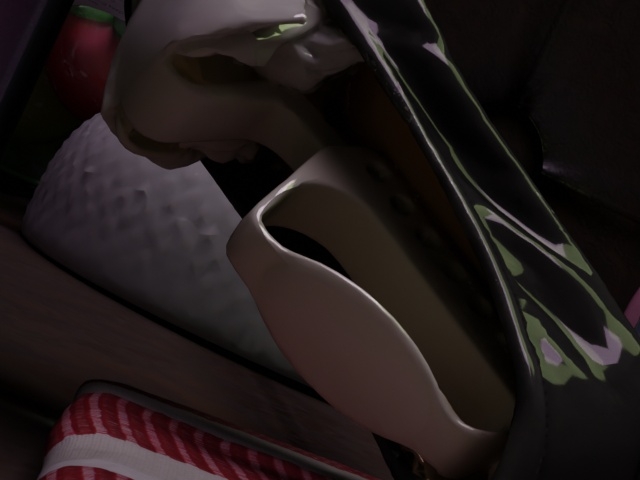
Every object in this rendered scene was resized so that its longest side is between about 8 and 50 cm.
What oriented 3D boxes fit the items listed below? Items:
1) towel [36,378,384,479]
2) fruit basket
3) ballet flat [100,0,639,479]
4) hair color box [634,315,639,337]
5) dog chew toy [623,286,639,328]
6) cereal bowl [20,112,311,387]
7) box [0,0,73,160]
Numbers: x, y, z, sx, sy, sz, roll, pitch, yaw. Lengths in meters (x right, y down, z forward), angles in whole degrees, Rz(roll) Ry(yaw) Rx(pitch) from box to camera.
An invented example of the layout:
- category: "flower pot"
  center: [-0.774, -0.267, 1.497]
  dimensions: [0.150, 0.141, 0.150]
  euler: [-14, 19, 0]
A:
- category: "towel"
  center: [0.043, 0.104, 0.417]
  dimensions: [0.237, 0.037, 0.329]
  euler: [23, 1, -6]
- category: "fruit basket"
  center: [-0.134, -0.122, 1.285]
  dimensions: [0.327, 0.165, 0.353]
  euler: [24, -23, -16]
- category: "ballet flat"
  center: [0.001, -0.029, 0.540]
  dimensions: [0.096, 0.095, 0.280]
  euler: [-9, 56, -47]
- category: "hair color box"
  center: [0.287, 0.031, 0.758]
  dimensions: [0.114, 0.185, 0.374]
  euler: [26, 2, 41]
- category: "dog chew toy"
  center: [0.286, 0.107, 1.087]
  dimensions: [0.207, 0.206, 0.332]
  euler: [26, -6, 23]
- category: "cereal bowl"
  center: [0.000, 0.000, 1.094]
  dimensions: [0.339, 0.141, 0.339]
  euler: [26, 2, -1]
- category: "box"
  center: [-0.206, -0.164, 0.599]
  dimensions: [0.294, 0.296, 0.183]
  euler: [24, 2, -10]
